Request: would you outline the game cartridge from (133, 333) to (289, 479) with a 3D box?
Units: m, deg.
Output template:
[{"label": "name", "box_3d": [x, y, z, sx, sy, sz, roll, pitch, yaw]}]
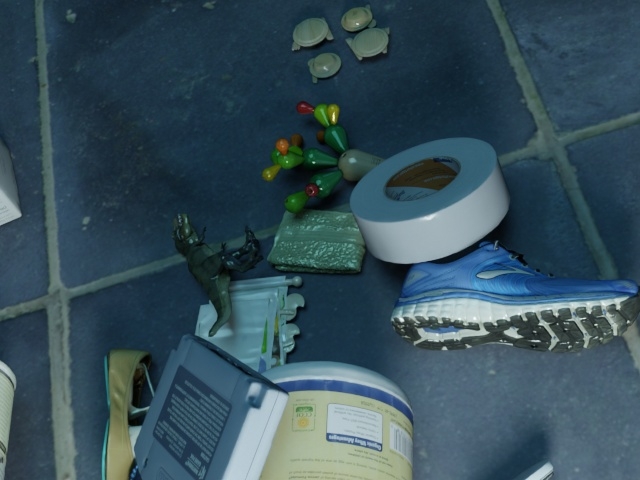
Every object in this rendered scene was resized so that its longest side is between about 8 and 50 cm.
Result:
[{"label": "game cartridge", "box_3d": [-0.141, 0.235, 1.362, 0.297, 0.062, 0.198, 19, 91, 64]}]

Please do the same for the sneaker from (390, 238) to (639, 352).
[{"label": "sneaker", "box_3d": [0.260, 0.061, 1.508, 0.329, 0.130, 0.147, 0, 60, 18]}]

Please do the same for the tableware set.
[{"label": "tableware set", "box_3d": [0.034, -0.340, 1.917, 0.168, 0.020, 0.141, -19, 52, 5]}]

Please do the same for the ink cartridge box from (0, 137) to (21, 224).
[{"label": "ink cartridge box", "box_3d": [-0.625, -0.131, 1.845, 0.171, 0.233, 0.168, -23, 53, 2]}]

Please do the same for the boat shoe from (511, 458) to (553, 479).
[{"label": "boat shoe", "box_3d": [0.237, 0.326, 1.392, 0.142, 0.049, 0.040, -38, 88, -12]}]

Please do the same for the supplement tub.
[{"label": "supplement tub", "box_3d": [-0.003, 0.328, 1.345, 0.228, 0.228, 0.316, -6, 55, 14]}]

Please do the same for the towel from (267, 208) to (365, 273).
[{"label": "towel", "box_3d": [0.000, 0.000, 1.692, 0.148, 0.027, 0.110, 4, 59, 20]}]

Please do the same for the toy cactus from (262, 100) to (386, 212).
[{"label": "toy cactus", "box_3d": [0.013, -0.131, 1.737, 0.180, 0.112, 0.219, 10, 43, 7]}]

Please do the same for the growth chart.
[{"label": "growth chart", "box_3d": [-0.114, 0.151, 1.629, 0.171, 0.021, 0.237, 2, 58, 18]}]

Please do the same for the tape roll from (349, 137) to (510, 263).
[{"label": "tape roll", "box_3d": [0.155, -0.059, 1.604, 0.219, 0.072, 0.219, -18, 28, 10]}]

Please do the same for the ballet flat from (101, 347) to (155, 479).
[{"label": "ballet flat", "box_3d": [-0.265, 0.248, 1.577, 0.073, 0.080, 0.232, -6, 55, -1]}]

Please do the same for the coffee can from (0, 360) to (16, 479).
[{"label": "coffee can", "box_3d": [-0.529, 0.307, 1.539, 0.201, 0.201, 0.275, -10, 54, 10]}]

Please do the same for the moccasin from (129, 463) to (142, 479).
[{"label": "moccasin", "box_3d": [-0.158, 0.397, 1.415, 0.137, 0.117, 0.342, -32, 52, -5]}]

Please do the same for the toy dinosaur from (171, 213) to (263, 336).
[{"label": "toy dinosaur", "box_3d": [-0.144, 0.036, 1.678, 0.118, 0.064, 0.268, -32, 40, 2]}]
